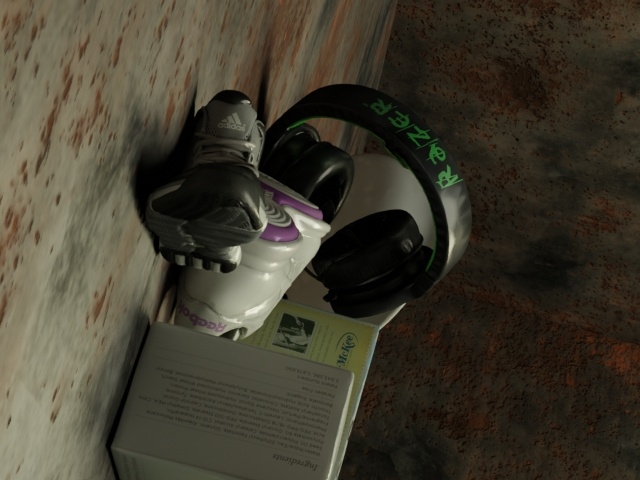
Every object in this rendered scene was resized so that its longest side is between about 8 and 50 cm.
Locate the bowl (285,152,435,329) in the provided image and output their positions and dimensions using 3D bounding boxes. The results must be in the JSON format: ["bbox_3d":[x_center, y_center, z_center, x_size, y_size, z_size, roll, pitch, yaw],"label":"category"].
[{"bbox_3d":[0.018,-0.008,1.931,0.298,0.134,0.297,-39,-149,29],"label":"bowl"}]

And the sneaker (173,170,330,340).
[{"bbox_3d":[-0.078,0.016,1.375,0.152,0.114,0.305,-61,175,10],"label":"sneaker"}]

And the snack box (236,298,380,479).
[{"bbox_3d":[-0.064,0.184,1.466,0.322,0.187,0.060,-70,175,-48],"label":"snack box"}]

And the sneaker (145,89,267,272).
[{"bbox_3d":[-0.079,-0.060,1.092,0.228,0.086,0.132,133,-30,-75],"label":"sneaker"}]

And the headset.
[{"bbox_3d":[0.000,0.000,1.596,0.185,0.243,0.394,-41,175,-37],"label":"headset"}]

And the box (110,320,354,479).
[{"bbox_3d":[-0.075,0.172,1.269,0.181,0.182,0.119,99,5,-66],"label":"box"}]
